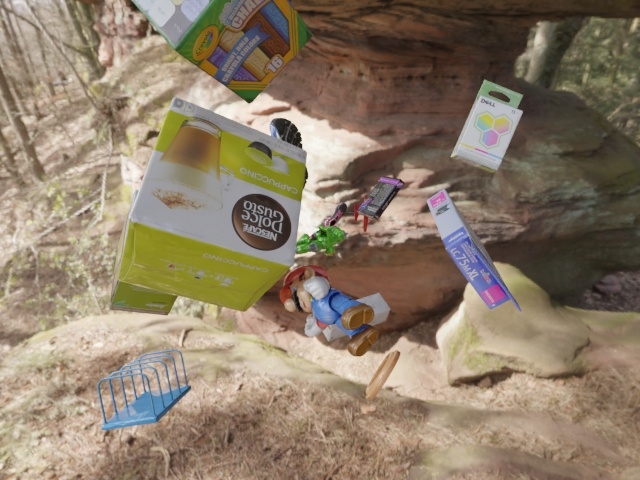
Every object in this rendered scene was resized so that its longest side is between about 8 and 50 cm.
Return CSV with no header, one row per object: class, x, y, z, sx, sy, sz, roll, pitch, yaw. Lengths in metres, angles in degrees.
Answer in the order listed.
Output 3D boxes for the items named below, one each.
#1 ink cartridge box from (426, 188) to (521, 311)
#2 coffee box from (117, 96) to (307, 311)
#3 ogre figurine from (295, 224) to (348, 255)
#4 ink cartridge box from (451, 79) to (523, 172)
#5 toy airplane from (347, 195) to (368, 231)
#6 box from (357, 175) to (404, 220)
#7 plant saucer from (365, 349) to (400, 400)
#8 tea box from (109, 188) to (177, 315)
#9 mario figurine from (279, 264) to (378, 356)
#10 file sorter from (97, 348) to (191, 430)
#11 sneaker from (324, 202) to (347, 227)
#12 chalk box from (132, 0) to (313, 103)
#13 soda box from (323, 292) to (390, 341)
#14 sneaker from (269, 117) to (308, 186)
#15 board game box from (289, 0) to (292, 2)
ink cartridge box,0.329,0.020,0.943,0.065,0.185,0.311,-35,20,17
coffee box,-0.262,-0.059,1.035,0.338,0.338,0.334,18,57,-21
ogre figurine,0.000,0.000,1.346,0.197,0.096,0.118,-2,5,-32
ink cartridge box,0.417,-0.285,1.041,0.109,0.209,0.062,23,6,3
toy airplane,0.171,-0.111,1.705,0.151,0.151,0.028,-29,20,-38
box,0.206,-0.148,1.464,0.162,0.029,0.116,-52,27,-3
plant saucer,0.090,0.196,0.622,0.013,0.083,0.083,33,39,10
tea box,-0.632,0.052,1.585,0.220,0.323,0.329,13,43,-30
mario figurine,-0.011,0.174,1.059,0.170,0.198,0.321,10,10,-36
file sorter,-0.380,0.316,0.920,0.118,0.104,0.170,-11,1,6
sneaker,0.065,-0.092,1.624,0.047,0.119,0.057,34,7,-15
chalk box,-0.175,-0.390,0.685,0.180,0.179,0.289,50,12,15
soda box,0.107,0.238,1.328,0.216,0.069,0.074,-14,49,-24
sneaker,-0.142,-0.289,1.485,0.147,0.330,0.129,14,58,15
board game box,-0.177,-0.685,1.254,0.186,0.026,0.126,-37,-11,17
